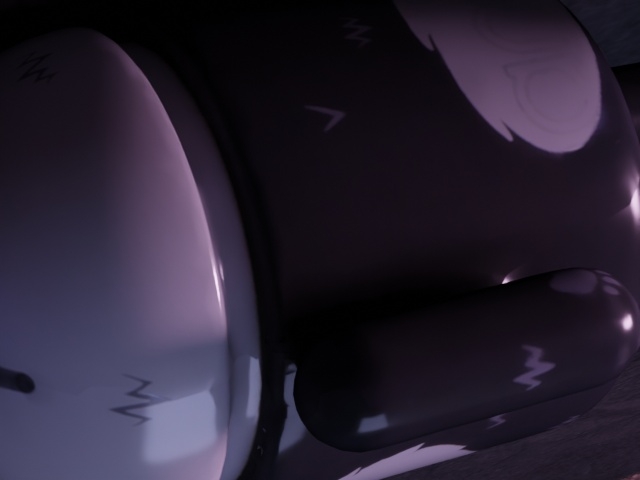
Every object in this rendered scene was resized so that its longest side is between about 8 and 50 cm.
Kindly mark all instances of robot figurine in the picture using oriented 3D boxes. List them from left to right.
[{"bbox_3d":[-0.001,0.002,0.615,0.278,0.174,0.209,-12,163,-26],"label":"robot figurine"}]
